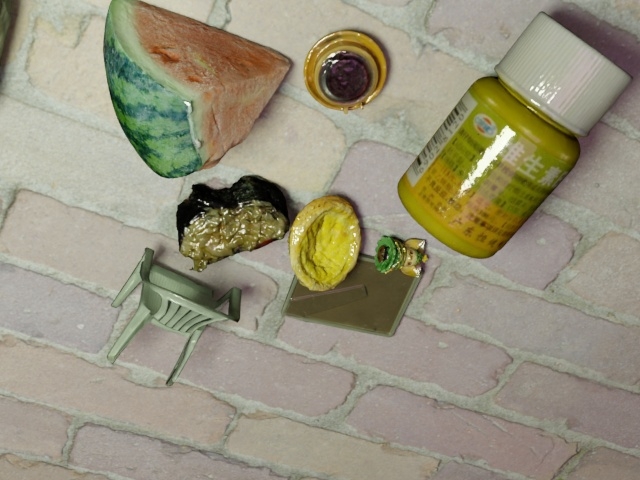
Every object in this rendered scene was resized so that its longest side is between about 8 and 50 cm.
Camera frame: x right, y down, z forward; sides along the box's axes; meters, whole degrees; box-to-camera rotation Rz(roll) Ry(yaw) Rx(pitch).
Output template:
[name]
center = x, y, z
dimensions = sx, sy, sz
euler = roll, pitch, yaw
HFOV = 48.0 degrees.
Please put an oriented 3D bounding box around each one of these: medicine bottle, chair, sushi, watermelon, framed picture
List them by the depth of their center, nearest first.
[watermelon]
center = -0.217, -0.265, 1.140
dimensions = 0.293, 0.283, 0.250
euler = -48, 133, -6
[medicine bottle]
center = 0.323, -0.173, 1.223
dimensions = 0.224, 0.224, 0.384
euler = 26, 115, -20
[sushi]
center = -0.166, -0.042, 1.323
dimensions = 0.212, 0.115, 0.147
euler = -14, 123, 5
[chair]
center = -0.276, 0.138, 1.359
dimensions = 0.203, 0.191, 0.275
euler = 25, 126, -18
[framed picture]
center = 0.065, 0.108, 1.493
dimensions = 0.259, 0.023, 0.189
euler = 13, 120, -13

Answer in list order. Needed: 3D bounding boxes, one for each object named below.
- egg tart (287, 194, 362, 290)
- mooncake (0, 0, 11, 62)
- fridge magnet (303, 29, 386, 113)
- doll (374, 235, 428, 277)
[egg tart]
center = 0.000, 0.000, 1.363
dimensions = 0.191, 0.074, 0.191
euler = -19, 120, -37
[mooncake]
center = -0.610, -0.328, 1.088
dimensions = 0.254, 0.136, 0.250
euler = 20, 120, -22
[fridge magnet]
center = 0.042, -0.285, 1.219
dimensions = 0.143, 0.063, 0.143
euler = -2, 125, -2
[doll]
center = 0.157, 0.030, 1.442
dimensions = 0.113, 0.076, 0.078
euler = 5, 94, -43
